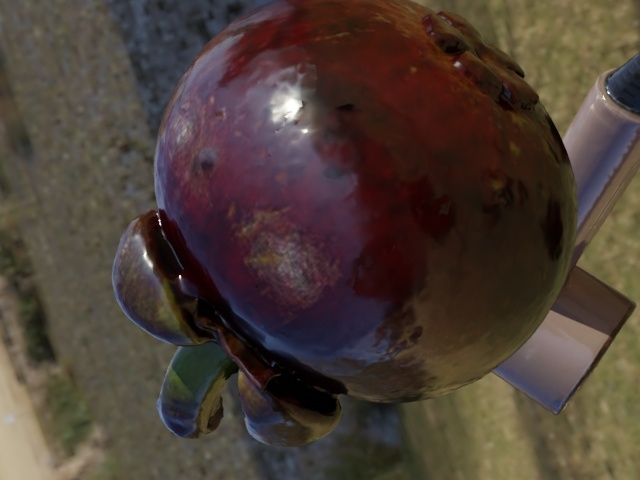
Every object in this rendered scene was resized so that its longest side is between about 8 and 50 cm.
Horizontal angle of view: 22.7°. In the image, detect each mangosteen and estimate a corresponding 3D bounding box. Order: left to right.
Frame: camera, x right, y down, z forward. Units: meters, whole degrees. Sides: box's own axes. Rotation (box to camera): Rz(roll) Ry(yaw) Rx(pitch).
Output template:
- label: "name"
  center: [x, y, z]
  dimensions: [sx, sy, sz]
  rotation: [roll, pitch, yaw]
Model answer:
- label: "mangosteen"
  center: [0.000, 0.000, 0.792]
  dimensions: [0.215, 0.257, 0.215]
  rotation: [36, -156, -19]

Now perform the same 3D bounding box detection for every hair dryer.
- label: "hair dryer"
  center: [0.156, -0.032, 1.089]
  dimensions: [0.189, 0.107, 0.344]
  rotation: [36, 143, 10]
